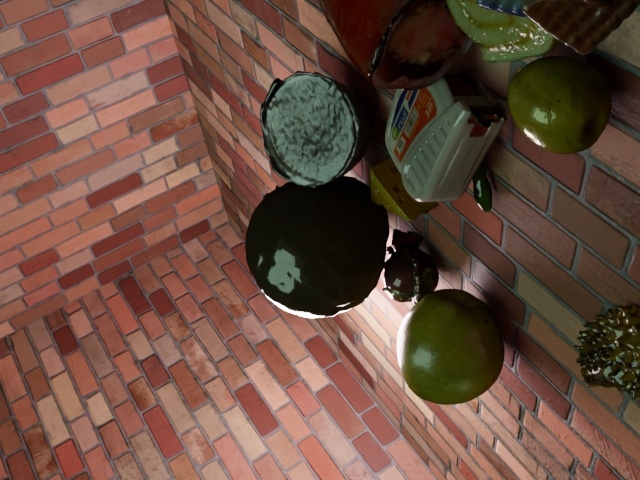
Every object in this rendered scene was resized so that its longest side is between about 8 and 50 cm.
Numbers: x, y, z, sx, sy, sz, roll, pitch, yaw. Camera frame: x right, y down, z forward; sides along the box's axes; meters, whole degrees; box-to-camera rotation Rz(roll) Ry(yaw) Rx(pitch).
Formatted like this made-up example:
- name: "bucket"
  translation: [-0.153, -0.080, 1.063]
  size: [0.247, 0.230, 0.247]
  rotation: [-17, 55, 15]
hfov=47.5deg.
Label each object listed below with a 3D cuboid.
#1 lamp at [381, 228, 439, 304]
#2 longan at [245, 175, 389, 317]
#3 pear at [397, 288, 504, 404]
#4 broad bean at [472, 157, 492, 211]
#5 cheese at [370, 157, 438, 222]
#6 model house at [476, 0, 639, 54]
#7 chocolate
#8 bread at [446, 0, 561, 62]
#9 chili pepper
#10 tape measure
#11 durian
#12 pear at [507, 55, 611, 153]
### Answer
- name: "lamp"
  translation: [0.249, 0.087, 2.005]
  size: [0.215, 0.151, 0.223]
  rotation: [107, 175, -59]
- name: "longan"
  translation: [-0.009, 0.001, 2.035]
  size: [0.435, 0.404, 0.404]
  rotation: [-73, -25, -48]
- name: "pear"
  translation: [0.324, 0.274, 1.839]
  size: [0.294, 0.294, 0.294]
  rotation: [52, 161, 27]
- name: "broad bean"
  translation: [0.335, -0.158, 1.513]
  size: [0.069, 0.039, 0.226]
  rotation: [45, 154, 43]
- name: "cheese"
  translation: [0.212, -0.114, 1.847]
  size: [0.171, 0.093, 0.126]
  rotation: [47, 158, 35]
- name: "model house"
  translation: [0.319, -0.349, 0.834]
  size: [0.295, 0.252, 0.329]
  rotation: [-45, 75, 32]
- name: "chocolate"
  translation: [0.016, -0.298, 1.911]
  size: [0.303, 0.213, 0.303]
  rotation: [8, 105, 30]
- name: "bread"
  translation: [0.314, -0.374, 1.106]
  size: [0.257, 0.124, 0.186]
  rotation: [25, 147, 61]
- name: "chili pepper"
  translation: [0.126, -0.451, 1.323]
  size: [0.305, 0.229, 0.251]
  rotation: [58, 132, 25]
- name: "tape measure"
  translation: [0.242, -0.222, 1.449]
  size: [0.258, 0.130, 0.265]
  rotation: [109, 148, -46]
- name: "durian"
  translation: [0.561, 0.217, 1.338]
  size: [0.191, 0.112, 0.341]
  rotation: [61, 165, -6]
- name: "pear"
  translation: [0.373, -0.216, 1.138]
  size: [0.162, 0.149, 0.148]
  rotation: [54, 162, 36]
